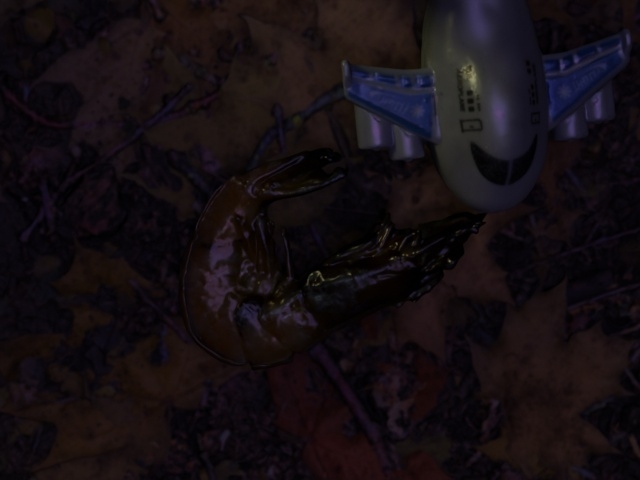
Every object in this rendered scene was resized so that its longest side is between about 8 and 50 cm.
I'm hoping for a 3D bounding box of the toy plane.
[{"bbox_3d":[0.146,-0.155,1.754,0.267,0.122,0.266,-2,101,-10],"label":"toy plane"}]

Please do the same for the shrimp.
[{"bbox_3d":[0.000,-0.002,1.795,0.289,0.075,0.178,-26,100,10],"label":"shrimp"}]
